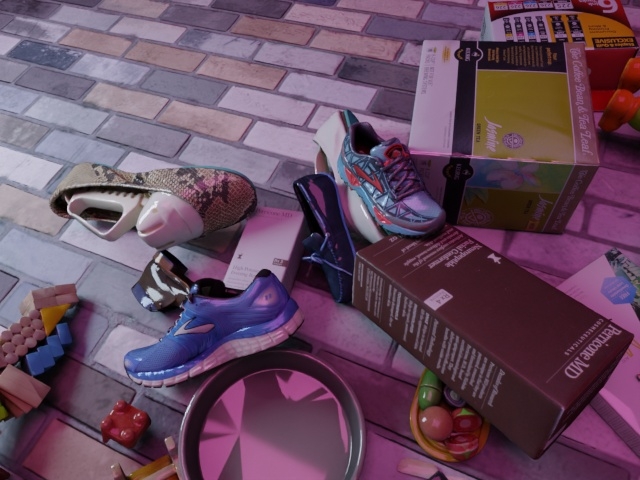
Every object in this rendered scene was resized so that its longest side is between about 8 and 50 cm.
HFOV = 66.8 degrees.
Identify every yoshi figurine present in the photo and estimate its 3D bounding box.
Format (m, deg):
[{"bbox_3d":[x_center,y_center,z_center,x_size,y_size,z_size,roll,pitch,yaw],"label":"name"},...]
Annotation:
[{"bbox_3d":[0.788,-0.241,0.993,0.362,0.203,0.203,26,39,26],"label":"yoshi figurine"}]

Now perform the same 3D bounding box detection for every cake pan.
[{"bbox_3d":[-0.074,0.317,0.779,0.293,0.054,0.293,1,53,-1],"label":"cake pan"}]

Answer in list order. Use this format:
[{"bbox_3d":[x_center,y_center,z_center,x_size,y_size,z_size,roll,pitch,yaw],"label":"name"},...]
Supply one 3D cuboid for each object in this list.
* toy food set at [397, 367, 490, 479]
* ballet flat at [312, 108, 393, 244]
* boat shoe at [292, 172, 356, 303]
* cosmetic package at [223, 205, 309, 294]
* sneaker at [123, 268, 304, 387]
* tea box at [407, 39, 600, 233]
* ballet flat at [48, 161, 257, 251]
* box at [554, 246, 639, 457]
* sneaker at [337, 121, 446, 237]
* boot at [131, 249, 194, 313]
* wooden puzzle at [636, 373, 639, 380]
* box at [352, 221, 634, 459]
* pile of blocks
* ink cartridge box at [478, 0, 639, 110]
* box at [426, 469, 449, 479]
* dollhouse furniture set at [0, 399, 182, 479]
[{"bbox_3d":[0.211,0.276,0.778,0.128,0.071,0.217,15,61,17],"label":"toy food set"},{"bbox_3d":[0.063,-0.116,1.034,0.139,0.139,0.400,-13,53,-1],"label":"ballet flat"},{"bbox_3d":[0.000,0.000,0.939,0.089,0.109,0.258,-9,74,-26],"label":"boat shoe"},{"bbox_3d":[-0.108,0.048,0.963,0.118,0.085,0.231,8,60,12],"label":"cosmetic package"},{"bbox_3d":[-0.198,0.142,0.836,0.330,0.130,0.147,-24,92,10],"label":"sneaker"},{"bbox_3d":[0.350,-0.217,0.990,0.324,0.220,0.328,6,59,13],"label":"tea box"},{"bbox_3d":[-0.366,-0.063,1.001,0.483,0.164,0.182,8,46,24],"label":"ballet flat"},{"bbox_3d":[0.525,0.188,0.800,0.232,0.058,0.322,-31,60,-12],"label":"box"},{"bbox_3d":[0.117,-0.112,0.847,0.104,0.125,0.262,-28,57,-25],"label":"sneaker"},{"bbox_3d":[-0.284,0.122,0.958,0.106,0.082,0.219,-47,63,2],"label":"boot"},{"bbox_3d":[0.532,0.210,0.748,0.083,0.006,0.049,4,58,10],"label":"wooden puzzle"},{"bbox_3d":[0.244,0.123,0.775,0.191,0.143,0.381,-28,48,-29],"label":"box"},{"bbox_3d":[-0.569,0.238,0.895,0.149,0.113,0.362,42,40,-16],"label":"pile of blocks"},{"bbox_3d":[0.559,-0.446,1.164,0.310,0.130,0.271,0,58,8],"label":"ink cartridge box"},{"bbox_3d":[0.106,0.461,0.629,0.270,0.143,0.165,-35,60,-15],"label":"box"},{"bbox_3d":[-0.415,0.399,0.765,0.374,0.152,0.201,-19,54,-26],"label":"dollhouse furniture set"}]
